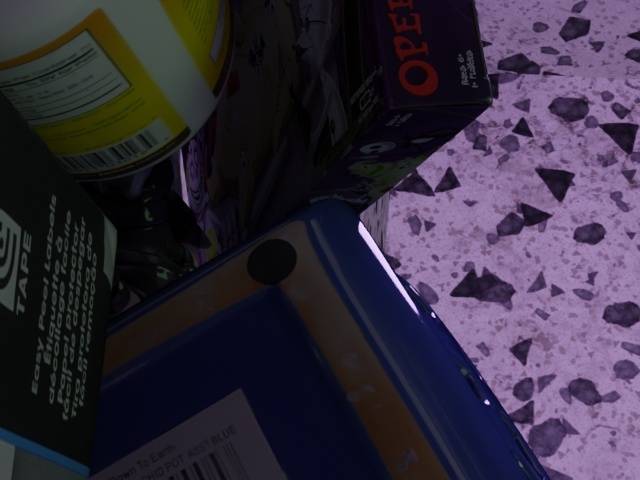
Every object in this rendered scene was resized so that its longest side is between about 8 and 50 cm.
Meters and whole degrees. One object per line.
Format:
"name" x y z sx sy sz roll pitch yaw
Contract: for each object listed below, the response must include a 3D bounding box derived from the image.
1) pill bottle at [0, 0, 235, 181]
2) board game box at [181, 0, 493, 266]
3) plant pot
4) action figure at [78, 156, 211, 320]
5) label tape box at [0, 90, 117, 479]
"pill bottle" -0.101 -0.098 0.449 0.215 0.117 0.117 63 31 -78
"board game box" -0.019 -0.107 0.663 0.347 0.056 0.208 139 -52 -69
"plant pot" -0.017 0.136 0.551 0.236 0.236 0.212 60 1 29
"action figure" -0.094 -0.038 0.664 0.185 0.099 0.285 -90 -174 -81
"label tape box" -0.139 0.063 0.260 0.334 0.105 0.241 71 23 -74
